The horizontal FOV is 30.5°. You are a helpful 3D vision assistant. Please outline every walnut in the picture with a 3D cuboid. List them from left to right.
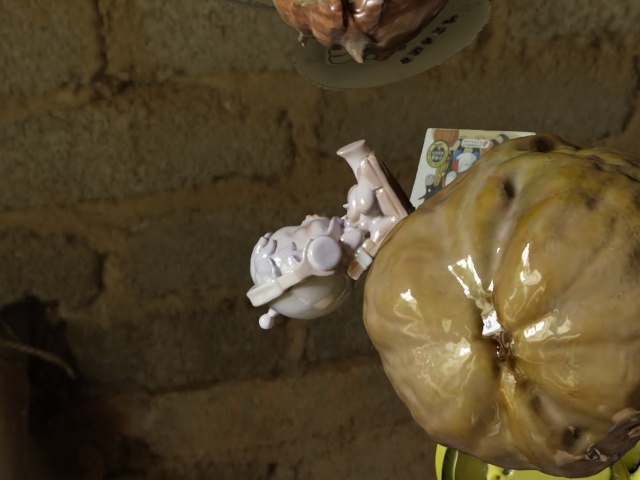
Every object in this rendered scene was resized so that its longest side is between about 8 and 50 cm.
[{"bbox_3d":[0.211,0.050,1.043,0.306,0.306,0.344,26,15,25],"label":"walnut"}]

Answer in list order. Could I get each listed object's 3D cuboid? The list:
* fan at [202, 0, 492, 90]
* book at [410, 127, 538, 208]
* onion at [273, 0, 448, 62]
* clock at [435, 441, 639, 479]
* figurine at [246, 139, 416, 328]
[{"bbox_3d":[0.012,-0.188,1.023,0.329,0.191,0.009,4,61,-40],"label":"fan"},{"bbox_3d":[0.188,-0.019,1.573,0.027,0.264,0.202,18,-5,-40],"label":"book"},{"bbox_3d":[0.067,-0.315,0.755,0.353,0.354,0.354,1,40,-1],"label":"onion"},{"bbox_3d":[0.275,0.252,1.442,0.277,0.293,0.071,-22,27,2],"label":"clock"},{"bbox_3d":[0.002,0.003,1.361,0.141,0.237,0.162,50,13,-2],"label":"figurine"}]
